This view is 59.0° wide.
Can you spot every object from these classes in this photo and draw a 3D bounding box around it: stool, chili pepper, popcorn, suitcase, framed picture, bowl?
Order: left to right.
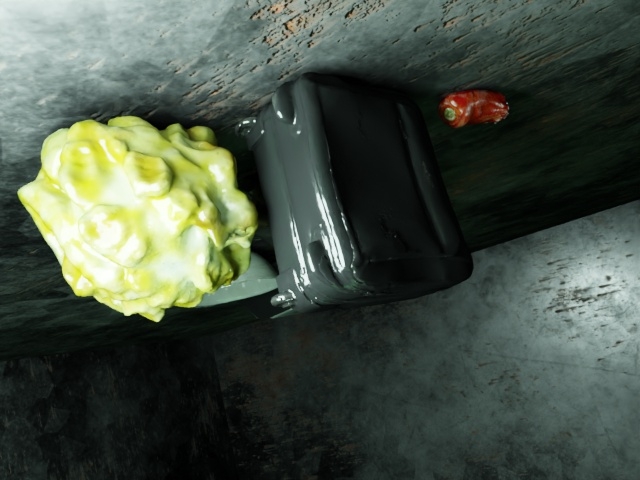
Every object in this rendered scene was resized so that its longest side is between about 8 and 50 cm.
[{"bbox_3d":[-0.257,-0.045,0.821,0.312,0.312,0.312,-13,168,-3],"label":"popcorn"},{"bbox_3d":[-0.274,0.094,1.712,0.314,0.146,0.313,-14,169,-3],"label":"bowl"},{"bbox_3d":[-0.219,0.170,1.992,0.339,0.255,0.014,-30,-158,51],"label":"framed picture"},{"bbox_3d":[-0.071,-0.090,1.189,0.153,0.228,0.139,28,173,39],"label":"stool"},{"bbox_3d":[0.066,-0.069,0.889,0.339,0.345,0.188,-1,158,-39],"label":"suitcase"},{"bbox_3d":[0.274,-0.239,1.025,0.123,0.073,0.070,-9,125,-30],"label":"chili pepper"}]

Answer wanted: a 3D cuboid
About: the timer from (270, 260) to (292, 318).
[{"bbox_3d":[-0.101,0.175,2.148,0.194,0.192,0.195,-6,166,-31],"label":"timer"}]
